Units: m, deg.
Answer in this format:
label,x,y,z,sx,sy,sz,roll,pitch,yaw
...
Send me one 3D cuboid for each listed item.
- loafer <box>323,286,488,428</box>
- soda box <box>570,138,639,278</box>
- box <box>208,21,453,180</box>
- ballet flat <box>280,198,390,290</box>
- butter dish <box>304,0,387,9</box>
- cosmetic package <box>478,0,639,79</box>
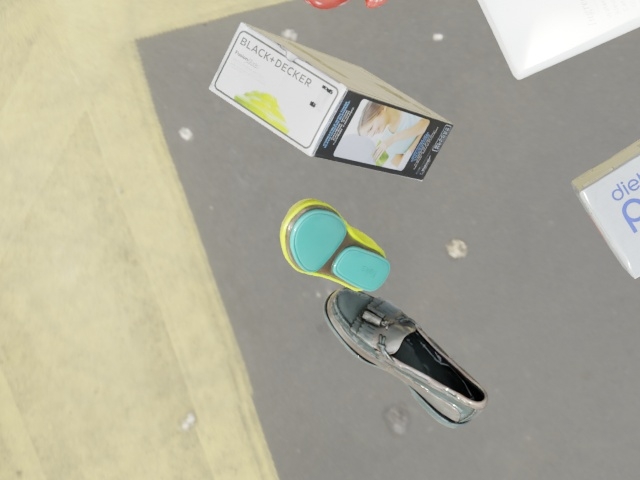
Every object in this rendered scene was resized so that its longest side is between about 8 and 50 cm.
label,x,y,z,sx,sy,sz,roll,pitch,yaw
loafer,0.125,0.150,1.594,0.267,0.084,0.096,40,59,-1
soda box,0.373,-0.084,1.017,0.286,0.091,0.098,-32,94,10
box,0.020,-0.160,1.368,0.290,0.169,0.087,5,117,-61
ballet flat,0.000,0.000,1.262,0.077,0.077,0.231,-53,148,3
butter dish,0.023,-0.264,1.048,0.160,0.160,0.118,-42,84,13
cosmetic package,0.197,-0.232,0.814,0.183,0.151,0.151,-23,104,22
